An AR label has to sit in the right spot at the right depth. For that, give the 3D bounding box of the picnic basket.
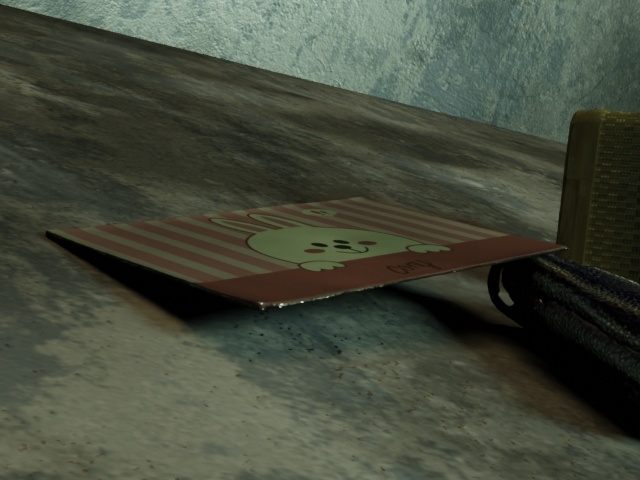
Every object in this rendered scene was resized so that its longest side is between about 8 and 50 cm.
[{"bbox_3d":[0.330,-0.022,0.989,0.139,0.165,0.267,8,2,40],"label":"picnic basket"}]

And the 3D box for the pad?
[{"bbox_3d":[0.000,-0.001,0.744,0.202,0.005,0.300,16,17,42],"label":"pad"}]

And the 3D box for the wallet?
[{"bbox_3d":[0.267,0.084,0.749,0.262,0.071,0.221,15,6,-23],"label":"wallet"}]
